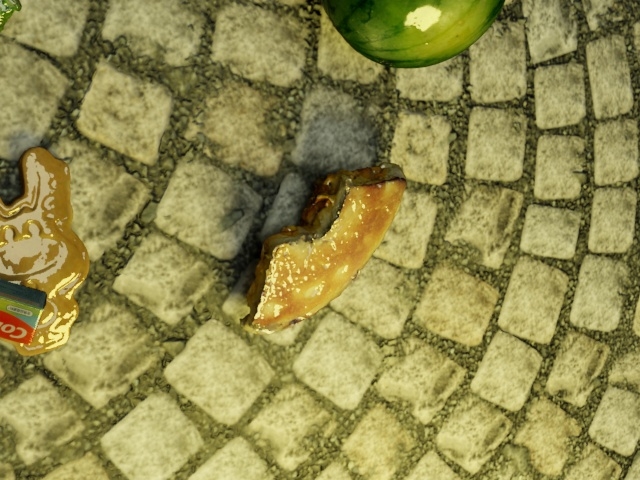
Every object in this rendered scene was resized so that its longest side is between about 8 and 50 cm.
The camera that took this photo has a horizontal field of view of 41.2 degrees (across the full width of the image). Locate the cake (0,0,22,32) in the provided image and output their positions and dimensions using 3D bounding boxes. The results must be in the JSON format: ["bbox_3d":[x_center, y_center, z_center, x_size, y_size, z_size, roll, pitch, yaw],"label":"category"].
[{"bbox_3d":[-0.427,-0.202,0.898,0.235,0.099,0.100,-45,117,8],"label":"cake"}]

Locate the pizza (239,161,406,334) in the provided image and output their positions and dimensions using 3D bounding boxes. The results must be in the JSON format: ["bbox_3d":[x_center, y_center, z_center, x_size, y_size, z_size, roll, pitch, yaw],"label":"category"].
[{"bbox_3d":[0.000,0.000,1.120,0.305,0.085,0.161,-45,136,-13],"label":"pizza"}]

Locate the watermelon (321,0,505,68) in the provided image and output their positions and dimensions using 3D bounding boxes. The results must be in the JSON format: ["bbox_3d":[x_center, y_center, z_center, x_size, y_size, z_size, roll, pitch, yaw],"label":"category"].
[{"bbox_3d":[0.115,-0.334,1.045,0.242,0.242,0.242,-4,99,-27],"label":"watermelon"}]

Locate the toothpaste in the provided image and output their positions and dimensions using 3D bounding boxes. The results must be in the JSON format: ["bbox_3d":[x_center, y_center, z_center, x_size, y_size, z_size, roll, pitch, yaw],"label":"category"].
[{"bbox_3d":[-0.402,0.066,0.920,0.193,0.044,0.070,20,106,-18],"label":"toothpaste"}]

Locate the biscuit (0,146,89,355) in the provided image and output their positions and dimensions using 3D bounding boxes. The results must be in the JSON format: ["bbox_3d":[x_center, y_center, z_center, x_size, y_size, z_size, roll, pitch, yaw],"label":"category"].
[{"bbox_3d":[-0.341,0.016,0.975,0.144,0.040,0.236,-13,101,-20],"label":"biscuit"}]
